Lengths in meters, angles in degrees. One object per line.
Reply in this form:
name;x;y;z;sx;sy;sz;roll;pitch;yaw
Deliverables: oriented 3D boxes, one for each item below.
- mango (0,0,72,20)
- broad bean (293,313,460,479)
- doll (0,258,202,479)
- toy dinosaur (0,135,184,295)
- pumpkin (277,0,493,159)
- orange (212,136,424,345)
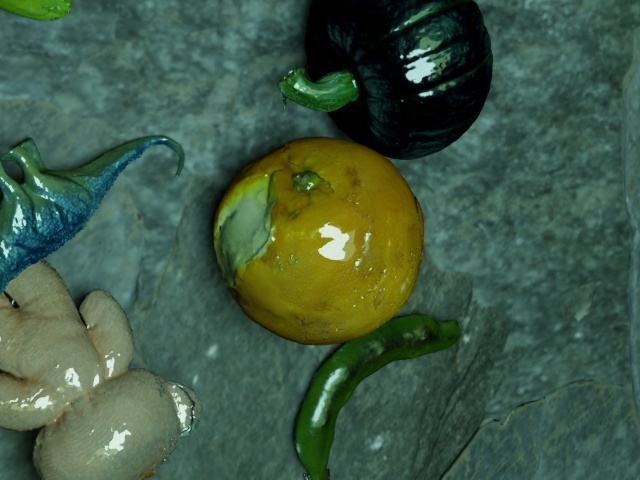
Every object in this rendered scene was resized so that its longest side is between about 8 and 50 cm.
mango;-0.332;-0.278;1.232;0.165;0.091;0.074;36;68;-25
broad bean;0.057;0.186;1.513;0.144;0.049;0.292;44;77;-31
doll;-0.284;0.144;1.296;0.201;0.156;0.303;-36;83;-22
toy dinosaur;-0.299;-0.037;1.264;0.147;0.076;0.363;54;55;-17
pumpkin;0.061;-0.200;1.360;0.248;0.248;0.248;-3;97;-27
orange;0.000;0.000;1.350;0.240;0.240;0.240;-3;97;-27
